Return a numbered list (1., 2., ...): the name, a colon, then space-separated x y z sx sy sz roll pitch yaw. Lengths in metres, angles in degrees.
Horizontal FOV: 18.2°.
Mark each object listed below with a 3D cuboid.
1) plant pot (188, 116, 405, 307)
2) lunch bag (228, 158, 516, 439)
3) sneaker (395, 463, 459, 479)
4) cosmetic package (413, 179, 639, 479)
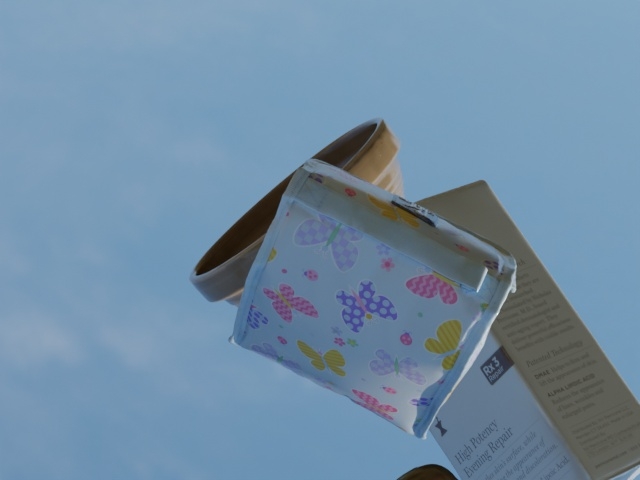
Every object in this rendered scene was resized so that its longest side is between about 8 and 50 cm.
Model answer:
1. plant pot: 0.000 0.000 1.870 0.237 0.110 0.237 -39 -172 7
2. lunch bag: 0.017 0.013 0.582 0.071 0.083 0.053 26 -114 4
3. sneaker: -0.005 0.192 1.267 0.192 0.064 0.086 -40 -132 -2
4. cosmetic package: 0.122 0.087 1.375 0.085 0.117 0.231 -20 -113 -39
